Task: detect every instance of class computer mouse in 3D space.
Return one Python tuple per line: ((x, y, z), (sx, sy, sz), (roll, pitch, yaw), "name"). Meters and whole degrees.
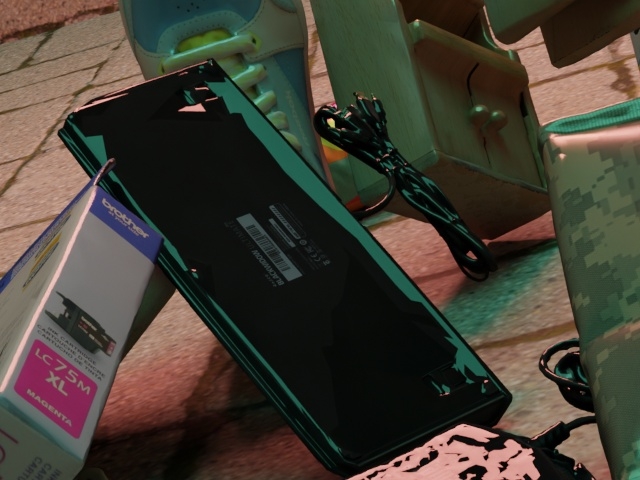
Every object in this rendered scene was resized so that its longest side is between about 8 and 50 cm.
((0.097, 0.141, 0.895), (0.262, 0.060, 0.184), (-27, 31, -31), "computer mouse")

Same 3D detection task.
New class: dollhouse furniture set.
((0.194, -0.204, 1.323), (0.394, 0.256, 0.362), (-29, -27, 32), "dollhouse furniture set")

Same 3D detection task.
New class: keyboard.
((0.000, 0.000, 1.170), (0.201, 0.033, 0.317), (-22, 55, -29), "keyboard")

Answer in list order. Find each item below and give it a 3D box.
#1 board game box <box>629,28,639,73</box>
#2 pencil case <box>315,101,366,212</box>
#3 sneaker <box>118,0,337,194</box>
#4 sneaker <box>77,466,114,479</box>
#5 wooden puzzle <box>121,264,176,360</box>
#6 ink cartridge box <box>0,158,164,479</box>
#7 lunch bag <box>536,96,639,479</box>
((0.313, -0.246, 1.562), (0.142, 0.275, 0.144), (-9, 18, 28), "board game box")
((0.056, -0.089, 1.633), (0.236, 0.104, 0.104), (-25, 17, -28), "pencil case")
((-0.051, -0.070, 1.311), (0.127, 0.319, 0.208), (-19, 24, 4), "sneaker")
((-0.152, 0.180, 0.976), (0.066, 0.071, 0.188), (-8, 18, 29), "sneaker")
((-0.163, 0.069, 1.271), (0.221, 0.044, 0.239), (-52, 16, 7), "wooden puzzle")
((-0.171, 0.087, 1.049), (0.186, 0.065, 0.311), (-48, 15, 20), "ink cartridge box")
((0.251, 0.031, 0.785), (0.287, 0.169, 0.235), (-17, 39, 10), "lunch bag")
